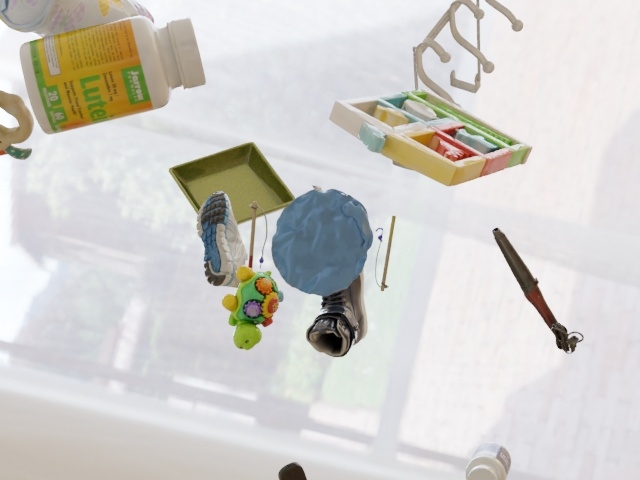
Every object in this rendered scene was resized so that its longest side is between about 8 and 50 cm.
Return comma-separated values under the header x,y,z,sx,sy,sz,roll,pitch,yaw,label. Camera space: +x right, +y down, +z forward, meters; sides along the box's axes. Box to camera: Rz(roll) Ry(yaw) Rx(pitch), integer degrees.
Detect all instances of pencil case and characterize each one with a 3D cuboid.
x,y,z,sx,sy,sz,roll,pitch,yaw,label
-0.380,-0.352,1.768,0.124,0.273,0.114,-31,73,22,pencil case

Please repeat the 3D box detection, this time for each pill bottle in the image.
x,y,z,sx,sy,sz,roll,pitch,yaw,label
-0.295,-0.245,1.621,0.136,0.245,0.136,166,90,-85,pill bottle
0.278,0.383,1.875,0.120,0.067,0.067,-24,-48,-72,pill bottle

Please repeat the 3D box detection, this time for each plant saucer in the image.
x,y,z,sx,sy,sz,roll,pitch,yaw,label
-0.171,-0.093,2.171,0.188,0.188,0.045,53,152,34,plant saucer

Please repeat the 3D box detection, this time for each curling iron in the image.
x,y,z,sx,sy,sz,roll,pitch,yaw,label
0.369,0.084,1.918,0.035,0.274,0.068,-41,18,-20,curling iron

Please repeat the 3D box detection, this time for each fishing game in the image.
x,y,z,sx,sy,sz,roll,pitch,yaw,label
0.000,0.000,1.925,0.041,0.264,0.189,-153,66,-69,fishing game

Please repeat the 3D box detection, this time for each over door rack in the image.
x,y,z,sx,sy,sz,roll,pitch,yaw,label
0.236,-0.282,1.894,0.239,0.108,0.324,-52,-16,-28,over door rack

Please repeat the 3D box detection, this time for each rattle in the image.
x,y,z,sx,sy,sz,roll,pitch,yaw,label
-0.561,-0.160,1.938,0.200,0.130,0.143,112,156,-53,rattle

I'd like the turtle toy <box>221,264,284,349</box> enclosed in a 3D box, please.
x,y,z,sx,sy,sz,roll,pitch,yaw,label
-0.102,0.105,1.727,0.130,0.066,0.095,-65,-32,-13,turtle toy

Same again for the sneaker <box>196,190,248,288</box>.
x,y,z,sx,sy,sz,roll,pitch,yaw,label
-0.166,0.004,1.991,0.071,0.083,0.191,-25,58,32,sneaker

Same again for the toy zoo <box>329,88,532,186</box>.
x,y,z,sx,sy,sz,roll,pitch,yaw,label
0.142,-0.140,1.497,0.293,0.192,0.030,-19,-45,-56,toy zoo

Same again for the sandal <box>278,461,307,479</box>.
x,y,z,sx,sy,sz,roll,pitch,yaw,label
-0.045,0.486,2.174,0.040,0.067,0.179,44,154,52,sandal

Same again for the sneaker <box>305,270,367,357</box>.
x,y,z,sx,sy,sz,roll,pitch,yaw,label
0.024,0.109,2.130,0.163,0.086,0.226,-33,-68,-63,sneaker
